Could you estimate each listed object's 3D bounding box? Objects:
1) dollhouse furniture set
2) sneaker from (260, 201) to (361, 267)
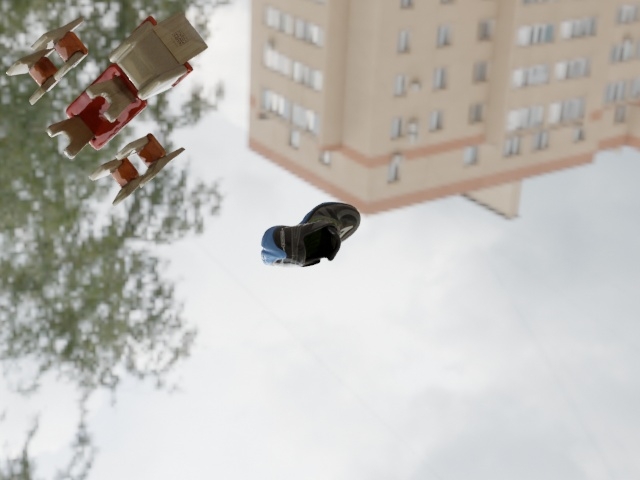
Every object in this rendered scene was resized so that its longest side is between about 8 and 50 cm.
[{"bbox_3d":[-0.297,-0.227,1.760,0.259,0.262,0.135,-32,-171,40],"label":"dollhouse furniture set"},{"bbox_3d":[0.000,0.000,1.463,0.078,0.067,0.188,15,-159,28],"label":"sneaker"}]
